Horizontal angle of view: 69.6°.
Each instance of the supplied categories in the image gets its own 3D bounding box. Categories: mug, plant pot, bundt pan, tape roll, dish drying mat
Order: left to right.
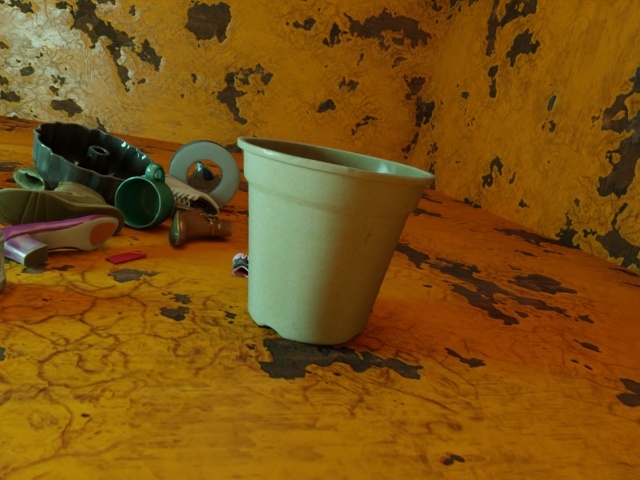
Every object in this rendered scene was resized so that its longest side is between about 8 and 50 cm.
[{"bbox_3d":[-0.651,-0.207,1.325,0.331,0.124,0.330,26,20,-10],"label":"bundt pan"},{"bbox_3d":[-0.408,0.034,0.969,0.032,0.008,0.083,19,17,24],"label":"dish drying mat"},{"bbox_3d":[-0.437,-0.108,1.194,0.129,0.158,0.097,57,13,0],"label":"mug"},{"bbox_3d":[-0.371,-0.209,1.476,0.219,0.219,0.072,5,17,-21],"label":"tape roll"},{"bbox_3d":[0.000,0.000,0.815,0.334,0.305,0.334,11,15,-3],"label":"plant pot"}]

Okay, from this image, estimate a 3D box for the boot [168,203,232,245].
[{"bbox_3d":[-0.300,-0.031,1.174,0.153,0.072,0.197,17,24,-21],"label":"boot"}]

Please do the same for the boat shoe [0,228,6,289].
[{"bbox_3d":[-0.620,0.037,0.628,0.321,0.103,0.118,-3,21,-43],"label":"boat shoe"}]

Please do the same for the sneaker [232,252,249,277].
[{"bbox_3d":[-0.136,0.067,0.997,0.120,0.047,0.057,9,34,1],"label":"sneaker"}]

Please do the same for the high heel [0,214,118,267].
[{"bbox_3d":[-0.536,-0.018,0.938,0.117,0.082,0.244,25,31,14],"label":"high heel"}]

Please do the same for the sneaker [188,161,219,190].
[{"bbox_3d":[-0.467,-0.225,1.630,0.229,0.132,0.086,5,16,-23],"label":"sneaker"}]

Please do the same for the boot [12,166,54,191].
[{"bbox_3d":[-0.816,-0.211,1.428,0.236,0.089,0.269,16,17,19],"label":"boot"}]

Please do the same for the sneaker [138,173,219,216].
[{"bbox_3d":[-0.399,-0.126,1.326,0.091,0.094,0.258,24,7,41],"label":"sneaker"}]

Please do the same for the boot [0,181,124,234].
[{"bbox_3d":[-0.620,-0.086,1.080,0.262,0.095,0.203,6,16,-40],"label":"boot"}]
